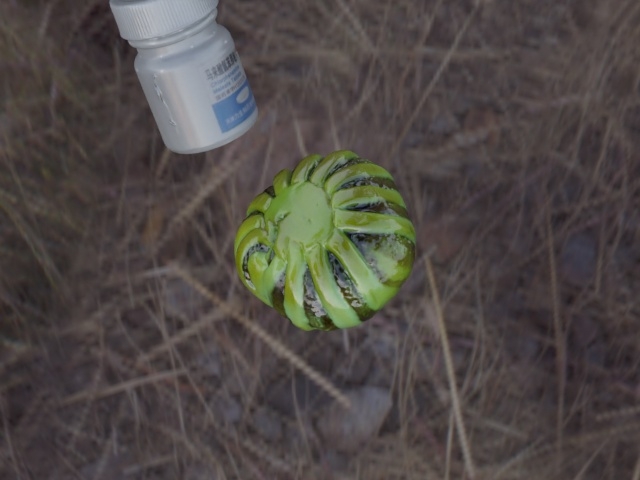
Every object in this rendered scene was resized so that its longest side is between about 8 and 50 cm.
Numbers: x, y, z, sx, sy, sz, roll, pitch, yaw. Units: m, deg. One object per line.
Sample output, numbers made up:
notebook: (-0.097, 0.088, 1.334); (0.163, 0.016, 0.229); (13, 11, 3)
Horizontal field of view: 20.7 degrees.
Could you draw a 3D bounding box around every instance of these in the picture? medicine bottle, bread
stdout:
medicine bottle: (-0.133, -0.179, 1.733); (0.105, 0.168, 0.105); (-17, 25, 8)
bread: (0.000, 0.000, 1.210); (0.130, 0.071, 0.139); (-40, 46, 9)
